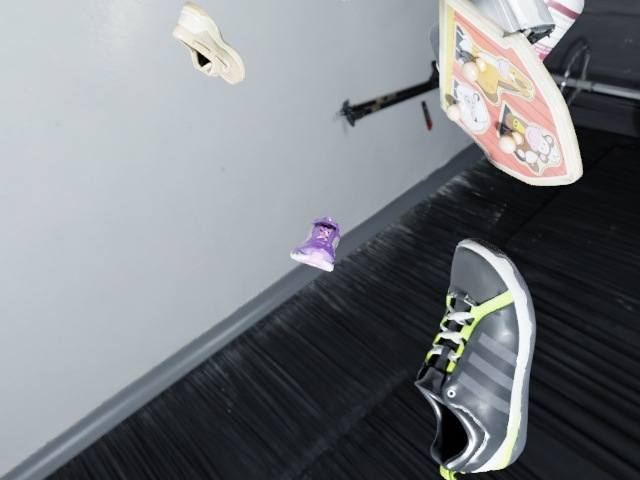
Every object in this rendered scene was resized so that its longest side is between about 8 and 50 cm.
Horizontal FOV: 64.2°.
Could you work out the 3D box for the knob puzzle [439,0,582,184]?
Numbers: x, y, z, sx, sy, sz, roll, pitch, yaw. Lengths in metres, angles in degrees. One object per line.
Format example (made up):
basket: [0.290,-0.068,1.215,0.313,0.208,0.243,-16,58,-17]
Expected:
knob puzzle: [0.173,-0.122,0.499,0.030,0.213,0.213,-34,134,-3]

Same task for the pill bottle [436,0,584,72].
pill bottle: [0.483,-0.542,1.247,0.224,0.224,0.392,-6,141,-42]

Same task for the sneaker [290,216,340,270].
sneaker: [0.000,0.000,1.119,0.236,0.095,0.105,-58,170,-83]

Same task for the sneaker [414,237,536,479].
sneaker: [0.138,0.117,0.479,0.097,0.084,0.235,-7,95,-20]

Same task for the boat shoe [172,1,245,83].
boat shoe: [-0.323,-0.535,1.467,0.110,0.121,0.341,-60,162,-4]

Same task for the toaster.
toaster: [0.310,-0.375,0.912,0.168,0.185,0.110,-26,92,-38]
